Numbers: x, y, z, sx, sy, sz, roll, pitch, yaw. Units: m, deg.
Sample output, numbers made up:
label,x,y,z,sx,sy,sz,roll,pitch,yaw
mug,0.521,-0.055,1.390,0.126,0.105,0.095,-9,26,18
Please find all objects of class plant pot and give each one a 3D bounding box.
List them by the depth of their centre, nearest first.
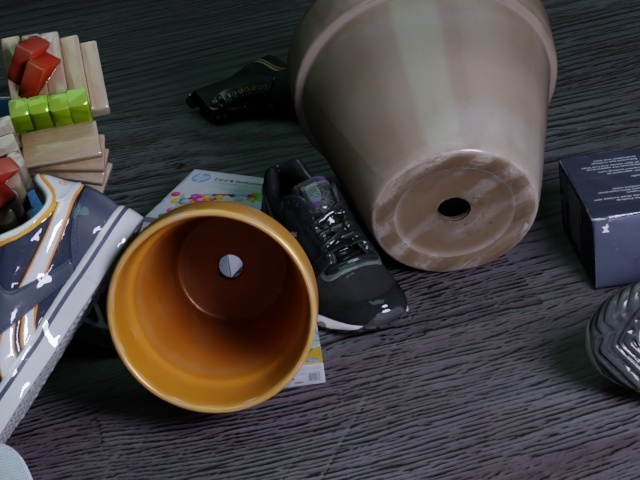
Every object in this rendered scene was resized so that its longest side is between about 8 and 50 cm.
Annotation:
label,x,y,z,sx,sy,sz,roll,pitch,yaw
plant pot,-0.100,0.049,1.716,0.205,0.205,0.188,-4,13,4
plant pot,0.131,-0.126,1.948,0.323,0.323,0.280,-7,45,0

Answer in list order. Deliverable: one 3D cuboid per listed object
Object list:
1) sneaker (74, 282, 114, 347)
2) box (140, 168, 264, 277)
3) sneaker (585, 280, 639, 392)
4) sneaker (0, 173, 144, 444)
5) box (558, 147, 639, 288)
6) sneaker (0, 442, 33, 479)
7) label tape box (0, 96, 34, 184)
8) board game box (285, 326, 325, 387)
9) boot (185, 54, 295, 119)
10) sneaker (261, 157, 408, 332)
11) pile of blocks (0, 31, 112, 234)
label,x,y,z,sx,sy,sz,roll,pitch,yaw
sneaker,-0.285,0.057,1.870,0.299,0.111,0.121,0,11,-5
box,-0.132,-0.023,2.046,0.145,0.038,0.186,8,31,24
sneaker,0.445,0.067,1.704,0.384,0.145,0.147,-15,-1,-10
sneaker,-0.309,0.083,1.666,0.127,0.126,0.321,31,77,-2
box,0.362,-0.031,1.898,0.156,0.093,0.158,-8,28,-3
sneaker,-0.253,0.295,1.456,0.094,0.091,0.258,-11,50,-18
label tape box,-0.449,-0.081,1.998,0.347,0.249,0.115,2,28,13
board game box,-0.076,0.122,1.784,0.154,0.026,0.103,-8,29,-2
boot,-0.088,-0.191,2.317,0.137,0.077,0.198,-24,20,-20
sneaker,0.000,0.000,1.887,0.107,0.124,0.283,-19,32,-21
pile of blocks,-0.308,-0.069,1.774,0.149,0.113,0.362,12,72,3
